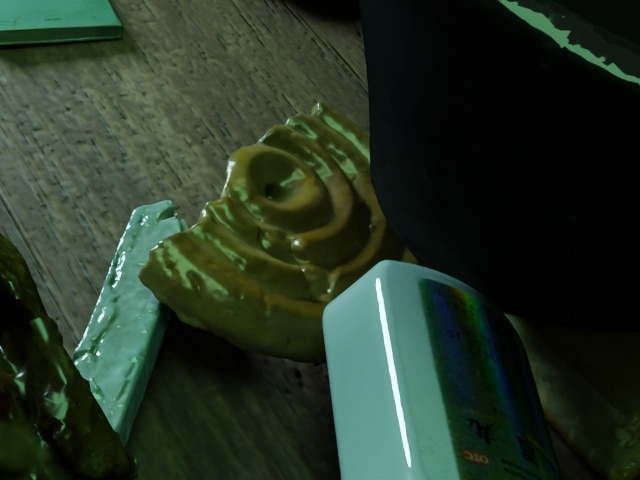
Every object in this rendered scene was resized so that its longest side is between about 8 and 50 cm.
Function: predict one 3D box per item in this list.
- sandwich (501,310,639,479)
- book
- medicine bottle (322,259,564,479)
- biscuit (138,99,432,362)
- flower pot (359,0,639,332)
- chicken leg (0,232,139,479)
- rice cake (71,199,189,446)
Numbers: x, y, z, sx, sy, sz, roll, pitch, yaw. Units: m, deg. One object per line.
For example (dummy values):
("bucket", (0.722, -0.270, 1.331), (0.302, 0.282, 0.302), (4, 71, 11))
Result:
("sandwich", (0.201, 0.057, 0.710), (0.193, 0.058, 0.162), (-25, 59, -36))
("book", (-0.212, -0.188, 0.866), (0.103, 0.017, 0.135), (-8, 49, -26))
("medicine bottle", (0.066, 0.120, 0.560), (0.121, 0.083, 0.228), (35, 30, -30))
("biscuit", (0.001, -0.001, 0.698), (0.144, 0.033, 0.224), (41, 40, 4))
("flower pot", (0.166, -0.097, 0.626), (0.380, 0.251, 0.379), (8, 48, -9))
("chicken leg", (-0.199, 0.057, 0.486), (0.361, 0.211, 0.140), (51, 16, 28))
("rice cake", (-0.110, 0.074, 0.609), (0.042, 0.045, 0.245), (12, 44, 1))
